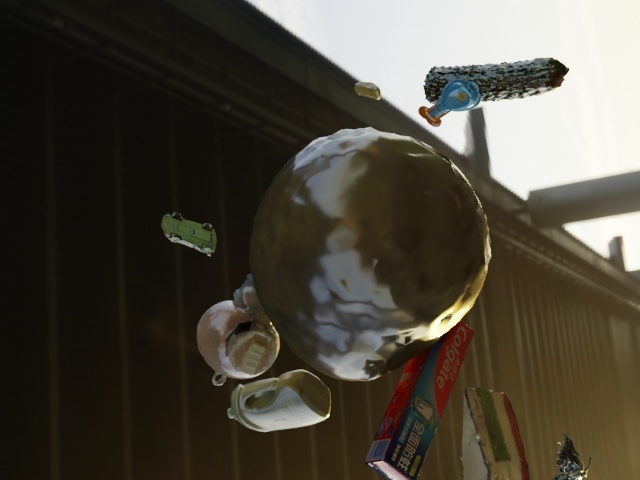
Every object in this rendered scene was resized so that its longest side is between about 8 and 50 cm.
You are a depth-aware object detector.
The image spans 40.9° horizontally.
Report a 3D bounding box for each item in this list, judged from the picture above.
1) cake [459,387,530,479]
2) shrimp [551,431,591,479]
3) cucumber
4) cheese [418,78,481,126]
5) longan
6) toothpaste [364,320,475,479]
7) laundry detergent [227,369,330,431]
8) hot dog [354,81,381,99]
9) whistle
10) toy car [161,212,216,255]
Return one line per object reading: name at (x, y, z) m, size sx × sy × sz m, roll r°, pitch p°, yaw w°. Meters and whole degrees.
cake at (0.269, 0.329, 1.283) m, size 0.086 × 0.117 × 0.220 m, roll 14°, pitch -108°, yaw -20°
shrimp at (0.522, 0.463, 1.788) m, size 0.174 × 0.076 × 0.082 m, roll 78°, pitch -178°, yaw -48°
cucumber at (0.393, -0.351, 1.902) m, size 0.096 × 0.359 × 0.096 m, roll -7°, pitch -81°, yaw -45°
cheese at (0.169, -0.180, 1.121) m, size 0.047 × 0.111 × 0.017 m, roll 45°, pitch -124°, yaw -11°
longan at (0.078, 0.014, 1.478) m, size 0.404 × 0.436 × 0.404 m, roll 13°, pitch -129°, yaw -16°
toothpaste at (0.181, 0.275, 1.532) m, size 0.076 × 0.066 × 0.320 m, roll 38°, pitch -121°, yaw -16°
laundry detergent at (-0.115, 0.383, 2.021) m, size 0.181 × 0.253 × 0.091 m, roll 46°, pitch -143°, yaw -42°
hot dog at (0.123, -0.371, 2.103) m, size 0.034 × 0.090 × 0.030 m, roll -35°, pitch -53°, yaw -26°
whistle at (-0.149, 0.151, 1.832) m, size 0.348 × 0.189 × 0.189 m, roll -61°, pitch -31°, yaw 4°
toy car at (-0.253, -0.012, 1.642) m, size 0.122 × 0.035 × 0.059 m, roll 19°, pitch -129°, yaw -30°
